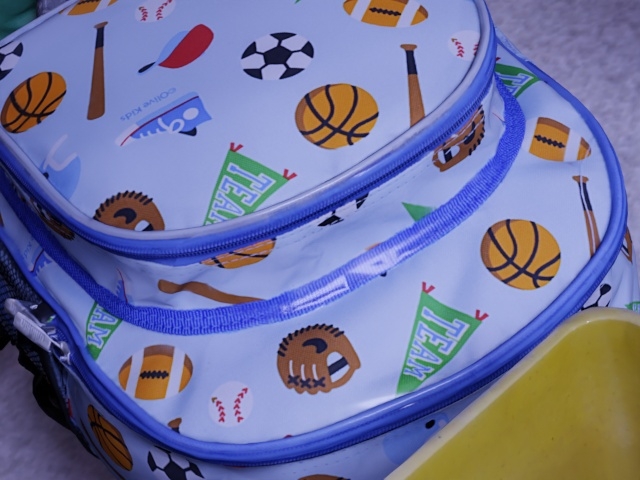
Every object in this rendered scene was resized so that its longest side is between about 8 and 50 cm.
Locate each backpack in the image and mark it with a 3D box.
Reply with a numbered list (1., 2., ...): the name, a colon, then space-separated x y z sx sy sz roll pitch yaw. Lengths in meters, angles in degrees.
1. backpack: 0.000 0.000 0.787 0.276 0.213 0.263 -34 52 -8

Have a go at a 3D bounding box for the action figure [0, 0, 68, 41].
1. action figure: -0.118 -0.086 1.039 0.137 0.063 0.232 -22 46 5

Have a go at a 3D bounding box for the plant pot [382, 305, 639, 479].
1. plant pot: 0.105 0.175 0.538 0.212 0.187 0.212 22 49 42
